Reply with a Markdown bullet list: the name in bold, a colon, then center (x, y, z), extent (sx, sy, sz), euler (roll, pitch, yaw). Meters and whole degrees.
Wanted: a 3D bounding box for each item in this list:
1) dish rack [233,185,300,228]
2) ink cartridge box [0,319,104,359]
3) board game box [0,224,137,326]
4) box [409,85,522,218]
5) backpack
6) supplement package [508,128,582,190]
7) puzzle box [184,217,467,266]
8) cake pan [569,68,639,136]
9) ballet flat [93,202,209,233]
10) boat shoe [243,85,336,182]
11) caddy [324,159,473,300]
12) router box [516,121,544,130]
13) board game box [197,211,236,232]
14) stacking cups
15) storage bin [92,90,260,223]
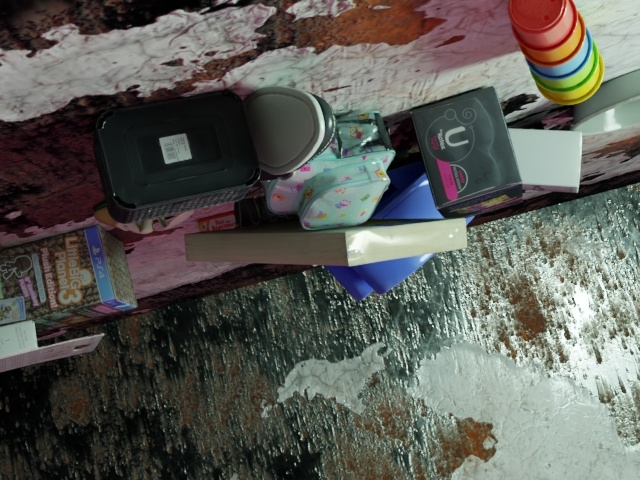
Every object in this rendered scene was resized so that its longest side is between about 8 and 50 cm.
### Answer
- **dish rack**: center (-0.024, -0.087, 1.810), extent (0.208, 0.074, 0.271), euler (-11, 172, -33)
- **ink cartridge box**: center (-0.534, 0.191, 1.824), extent (0.239, 0.060, 0.275), euler (-13, 172, -20)
- **board game box**: center (-0.520, 0.089, 1.873), extent (0.291, 0.141, 0.232), euler (-15, 173, -3)
- **box**: center (0.246, -0.133, 1.637), extent (0.143, 0.165, 0.270), euler (-16, 172, 9)
- **backpack**: center (0.003, -0.099, 1.464), extent (0.188, 0.144, 0.166), euler (-1, 153, -17)
- **supplement package**: center (0.394, -0.149, 1.849), extent (0.179, 0.105, 0.105), euler (4, 177, 15)
- **puzzle box**: center (0.000, 0.000, 1.632), extent (0.272, 0.052, 0.409), euler (-7, -175, -41)
- **cake pan**: center (0.590, -0.262, 1.797), extent (0.293, 0.054, 0.293), euler (-15, 173, -2)
- **ballet flat**: center (-0.274, -0.048, 1.596), extent (0.232, 0.073, 0.080), euler (-19, 171, 31)
- **boat shoe**: center (-0.058, -0.134, 1.276), extent (0.091, 0.114, 0.302), euler (-9, -177, -33)
- **caddy**: center (0.136, -0.038, 1.925), extent (0.341, 0.179, 0.241), euler (-40, -174, -22)
- **router box**: center (0.405, -0.197, 1.975), extent (0.092, 0.038, 0.122), euler (-16, 173, 15)
- **board game box**: center (-0.156, -0.033, 2.066), extent (0.194, 0.045, 0.147), euler (-14, 173, -7)
- **stacking cups**: center (0.278, -0.244, 1.207), extent (0.096, 0.096, 0.316), euler (-18, 169, 21)
- **storage bin**: center (-0.176, -0.100, 1.198), extent (0.180, 0.122, 0.084), euler (-13, 173, -18)
